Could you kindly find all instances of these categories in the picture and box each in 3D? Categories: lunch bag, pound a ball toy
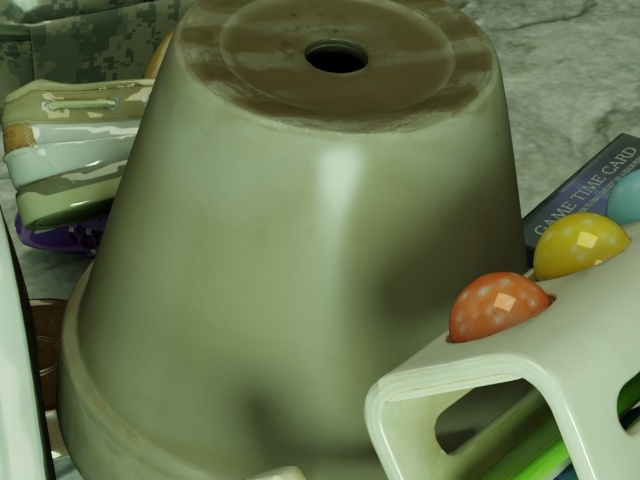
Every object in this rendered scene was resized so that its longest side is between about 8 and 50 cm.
[{"bbox_3d":[-0.176,-0.274,1.494,0.305,0.256,0.212,-12,36,-17],"label":"lunch bag"},{"bbox_3d":[0.112,0.065,0.903,0.208,0.135,0.319,-15,11,45],"label":"pound a ball toy"}]

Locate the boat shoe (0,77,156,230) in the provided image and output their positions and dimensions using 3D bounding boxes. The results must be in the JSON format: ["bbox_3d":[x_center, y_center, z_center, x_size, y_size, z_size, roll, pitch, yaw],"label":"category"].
[{"bbox_3d":[-0.082,-0.095,1.230,0.302,0.103,0.113,-15,-6,-16],"label":"boat shoe"}]

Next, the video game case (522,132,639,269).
[{"bbox_3d":[0.304,0.006,1.282,0.274,0.026,0.196,21,40,30],"label":"video game case"}]

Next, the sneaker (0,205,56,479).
[{"bbox_3d":[-0.240,0.076,1.067,0.123,0.106,0.290,-11,54,-4],"label":"sneaker"}]

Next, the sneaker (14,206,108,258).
[{"bbox_3d":[-0.150,-0.004,1.268,0.170,0.068,0.071,5,40,7],"label":"sneaker"}]

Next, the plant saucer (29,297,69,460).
[{"bbox_3d":[-0.198,0.089,1.164,0.169,0.029,0.168,-1,35,1],"label":"plant saucer"}]

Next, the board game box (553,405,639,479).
[{"bbox_3d":[0.261,0.131,0.828,0.233,0.078,0.347,-23,8,-3],"label":"board game box"}]

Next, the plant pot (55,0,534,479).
[{"bbox_3d":[0.000,0.000,1.045,0.323,0.280,0.323,4,38,-3],"label":"plant pot"}]

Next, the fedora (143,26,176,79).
[{"bbox_3d":[-0.066,-0.093,1.354,0.194,0.194,0.079,-26,-1,-32],"label":"fedora"}]
